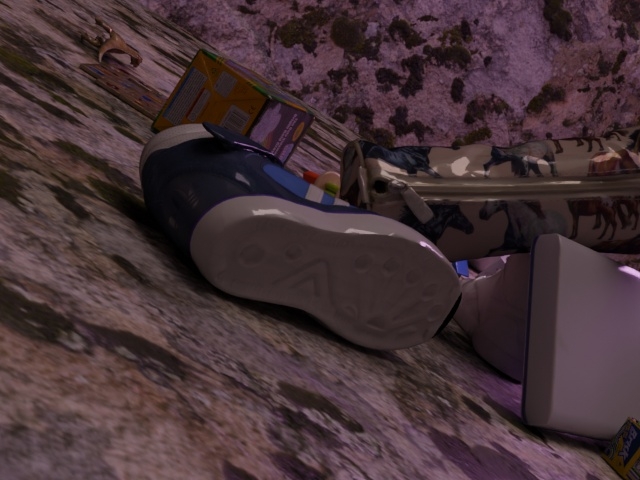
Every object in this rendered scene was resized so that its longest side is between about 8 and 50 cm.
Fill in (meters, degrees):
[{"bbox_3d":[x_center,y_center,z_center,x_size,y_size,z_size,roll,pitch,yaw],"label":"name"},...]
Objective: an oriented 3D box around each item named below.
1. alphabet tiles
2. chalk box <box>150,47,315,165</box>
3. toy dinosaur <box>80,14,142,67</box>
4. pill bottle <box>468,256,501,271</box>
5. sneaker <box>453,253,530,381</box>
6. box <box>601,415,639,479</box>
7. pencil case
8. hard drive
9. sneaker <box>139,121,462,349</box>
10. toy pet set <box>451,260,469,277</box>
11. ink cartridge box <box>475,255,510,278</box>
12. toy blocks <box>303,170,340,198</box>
[{"bbox_3d":[-0.257,-0.210,1.664,0.198,0.009,0.237,33,10,-1],"label":"alphabet tiles"},{"bbox_3d":[-0.108,-0.162,1.537,0.132,0.132,0.213,36,9,18],"label":"chalk box"},{"bbox_3d":[-0.345,-0.327,1.829,0.092,0.053,0.183,35,10,7],"label":"toy dinosaur"},{"bbox_3d":[0.353,0.005,2.149,0.229,0.131,0.131,15,18,-31],"label":"pill bottle"},{"bbox_3d":[0.263,0.066,1.488,0.108,0.169,0.292,29,9,-12],"label":"sneaker"},{"bbox_3d":[0.411,0.267,1.276,0.168,0.059,0.054,28,11,-25],"label":"box"},{"bbox_3d":[0.229,-0.052,1.329,0.410,0.160,0.183,-3,5,-3],"label":"pencil case"},{"bbox_3d":[0.343,0.131,1.312,0.040,0.210,0.318,-5,-17,41],"label":"hard drive"},{"bbox_3d":[-0.028,-0.022,1.091,0.322,0.130,0.236,18,21,-38],"label":"sneaker"},{"bbox_3d":[0.210,0.041,1.737,0.122,0.065,0.114,39,11,34],"label":"toy pet set"},{"bbox_3d":[0.310,0.081,1.785,0.104,0.061,0.181,55,14,11],"label":"ink cartridge box"},{"bbox_3d":[0.017,-0.059,1.577,0.148,0.054,0.123,29,-11,49],"label":"toy blocks"}]
